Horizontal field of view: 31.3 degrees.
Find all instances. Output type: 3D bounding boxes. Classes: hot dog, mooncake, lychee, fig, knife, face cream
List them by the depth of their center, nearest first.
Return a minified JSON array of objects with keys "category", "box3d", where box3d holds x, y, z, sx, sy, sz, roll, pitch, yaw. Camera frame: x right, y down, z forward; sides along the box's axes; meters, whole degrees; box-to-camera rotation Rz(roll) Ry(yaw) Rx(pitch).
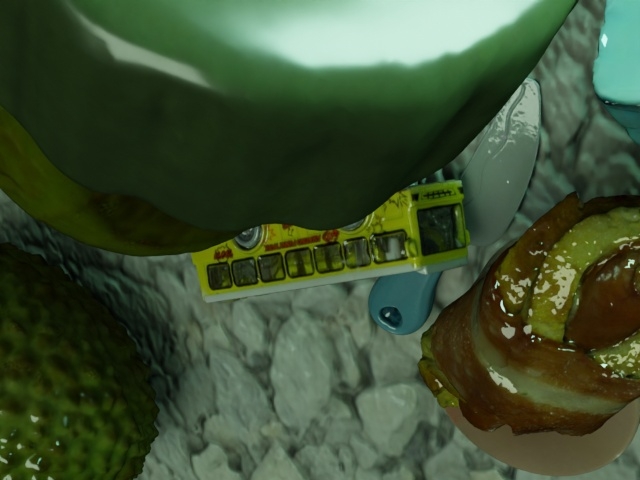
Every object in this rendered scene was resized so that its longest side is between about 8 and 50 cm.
[{"category":"mooncake","box3d":[-0.026,-0.171,0.611,0.351,0.351,0.187,39,151,3]},{"category":"hot dog","box3d":[0.134,0.066,0.678,0.123,0.093,0.261,20,145,-8]},{"category":"fig","box3d":[-0.134,-0.104,0.807,0.271,0.239,0.239,-1,121,58]},{"category":"face cream","box3d":[0.167,0.080,0.821,0.149,0.104,0.149,14,124,21]},{"category":"knife","box3d":[0.108,-0.015,0.852,0.058,0.032,0.244,39,126,9]},{"category":"lychee","box3d":[-0.304,0.131,1.027,0.320,0.270,0.270,20,135,-26]}]

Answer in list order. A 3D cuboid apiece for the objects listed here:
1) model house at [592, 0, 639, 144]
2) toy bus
[{"category":"model house","box3d":[0.311,-0.121,0.593,0.261,0.226,0.241,-1,155,33]},{"category":"toy bus","box3d":[0.000,0.000,0.865,0.226,0.081,0.074,-11,88,38]}]
